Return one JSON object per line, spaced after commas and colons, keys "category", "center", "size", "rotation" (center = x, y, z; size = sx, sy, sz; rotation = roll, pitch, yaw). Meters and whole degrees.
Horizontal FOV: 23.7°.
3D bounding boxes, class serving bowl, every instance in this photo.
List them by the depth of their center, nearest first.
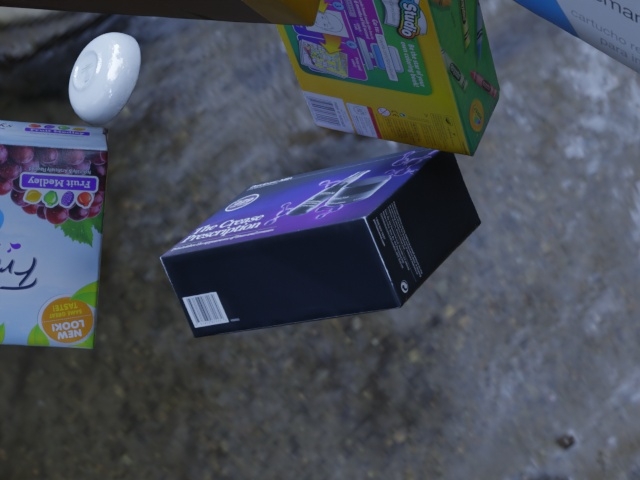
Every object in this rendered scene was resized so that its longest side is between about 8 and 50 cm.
{"category": "serving bowl", "center": [-0.188, -0.140, 1.292], "size": [0.083, 0.027, 0.083], "rotation": [-23, 57, 41]}

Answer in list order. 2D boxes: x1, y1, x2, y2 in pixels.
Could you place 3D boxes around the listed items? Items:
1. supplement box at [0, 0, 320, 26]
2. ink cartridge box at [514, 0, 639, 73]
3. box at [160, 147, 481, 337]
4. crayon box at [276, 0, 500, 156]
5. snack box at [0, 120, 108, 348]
{"category": "supplement box", "center": [-0.112, -0.181, 0.590], "size": [0.194, 0.191, 0.129], "rotation": [8, 79, 31]}
{"category": "ink cartridge box", "center": [0.131, -0.187, 0.489], "size": [0.171, 0.233, 0.168], "rotation": [36, 73, 27]}
{"category": "box", "center": [0.000, 0.000, 1.530], "size": [0.261, 0.103, 0.184], "rotation": [-11, 17, 36]}
{"category": "crayon box", "center": [0.050, -0.197, 1.332], "size": [0.165, 0.278, 0.081], "rotation": [13, 61, 24]}
{"category": "snack box", "center": [-0.171, -0.005, 0.697], "size": [0.141, 0.100, 0.037], "rotation": [3, 22, -10]}
